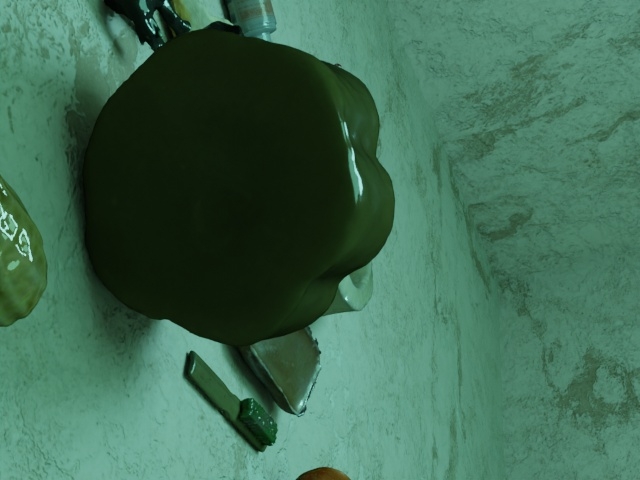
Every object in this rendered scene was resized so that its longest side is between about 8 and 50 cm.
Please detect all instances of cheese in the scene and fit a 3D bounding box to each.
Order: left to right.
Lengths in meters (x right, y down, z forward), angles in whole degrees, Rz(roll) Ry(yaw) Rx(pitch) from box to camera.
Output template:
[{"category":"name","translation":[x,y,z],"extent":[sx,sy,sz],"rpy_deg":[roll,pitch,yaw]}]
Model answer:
[{"category":"cheese","translation":[0.002,0.000,2.120],"extent":[0.292,0.153,0.332],"rpy_deg":[-51,124,-66]}]

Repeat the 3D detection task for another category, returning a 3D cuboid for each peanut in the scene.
[{"category":"peanut","translation":[-0.413,-0.047,1.053],"extent":[0.153,0.140,0.325],"rpy_deg":[-103,168,-72]}]

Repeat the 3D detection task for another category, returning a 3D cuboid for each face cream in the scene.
[{"category":"face cream","translation":[-0.150,-0.494,2.125],"extent":[0.101,0.101,0.252],"rpy_deg":[-21,96,-70]}]

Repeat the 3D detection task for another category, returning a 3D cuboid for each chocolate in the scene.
[{"category":"chocolate","translation":[-0.093,0.206,1.830],"extent":[0.261,0.083,0.161],"rpy_deg":[62,41,-32]}]

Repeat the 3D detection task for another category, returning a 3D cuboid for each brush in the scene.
[{"category":"brush","translation":[-0.151,0.286,1.675],"extent":[0.054,0.048,0.282],"rpy_deg":[-90,155,-42]}]

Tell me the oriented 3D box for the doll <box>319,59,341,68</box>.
[{"category":"doll","translation":[0.005,-0.318,2.347],"extent":[0.215,0.161,0.257],"rpy_deg":[-126,-159,-60]}]

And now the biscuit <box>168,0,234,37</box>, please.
[{"category":"biscuit","translation":[-0.229,-0.392,1.926],"extent":[0.309,0.040,0.205],"rpy_deg":[22,57,-65]}]

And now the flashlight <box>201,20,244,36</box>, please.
[{"category":"flashlight","translation":[-0.143,-0.259,1.922],"extent":[0.424,0.103,0.103],"rpy_deg":[67,20,-51]}]

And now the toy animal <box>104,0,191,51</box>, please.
[{"category":"toy animal","translation":[-0.307,-0.417,1.660],"extent":[0.245,0.114,0.146],"rpy_deg":[63,2,37]}]

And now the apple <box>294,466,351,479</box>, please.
[{"category":"apple","translation":[0.000,0.502,1.754],"extent":[0.139,0.163,0.163],"rpy_deg":[40,-1,33]}]

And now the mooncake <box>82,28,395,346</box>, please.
[{"category":"mooncake","translation":[-0.117,-0.075,1.412],"extent":[0.262,0.466,0.467],"rpy_deg":[12,65,-65]}]
